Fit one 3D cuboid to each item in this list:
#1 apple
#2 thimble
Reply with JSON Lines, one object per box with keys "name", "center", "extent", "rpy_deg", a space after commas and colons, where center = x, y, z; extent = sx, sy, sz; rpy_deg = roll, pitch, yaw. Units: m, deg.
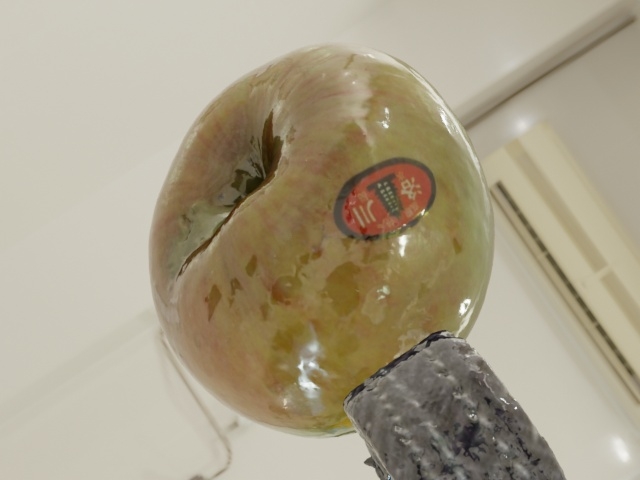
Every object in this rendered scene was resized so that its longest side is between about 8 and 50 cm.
{"name": "apple", "center": [0.000, 0.000, 0.721], "extent": [0.194, 0.261, 0.261], "rpy_deg": [36, 11, -37]}
{"name": "thimble", "center": [0.060, 0.097, 0.453], "extent": [0.104, 0.066, 0.095], "rpy_deg": [56, -7, 24]}
